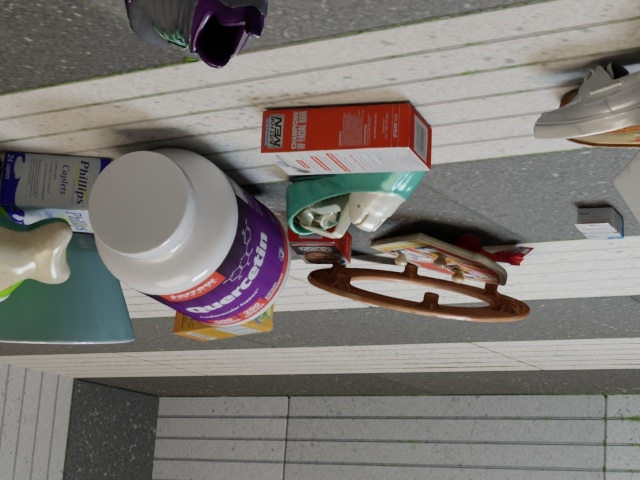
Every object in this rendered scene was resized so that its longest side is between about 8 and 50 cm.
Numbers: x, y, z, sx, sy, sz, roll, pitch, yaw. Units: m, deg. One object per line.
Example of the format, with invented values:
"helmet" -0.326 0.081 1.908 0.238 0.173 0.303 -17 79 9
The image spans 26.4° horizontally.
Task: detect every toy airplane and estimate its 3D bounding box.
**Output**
"toy airplane" 0.240 0.019 2.022 0.151 0.028 0.151 4 169 1

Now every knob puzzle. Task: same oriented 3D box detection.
"knob puzzle" 0.188 0.040 2.007 0.213 0.030 0.213 16 169 3

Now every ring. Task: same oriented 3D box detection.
"ring" 0.148 0.069 2.044 0.337 0.032 0.336 9 -173 -1

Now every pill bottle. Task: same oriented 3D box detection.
"pill bottle" -0.164 -0.005 1.702 0.181 0.181 0.323 0 167 17

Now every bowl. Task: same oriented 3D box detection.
"bowl" -0.433 0.067 2.064 0.311 0.163 0.311 2 180 0

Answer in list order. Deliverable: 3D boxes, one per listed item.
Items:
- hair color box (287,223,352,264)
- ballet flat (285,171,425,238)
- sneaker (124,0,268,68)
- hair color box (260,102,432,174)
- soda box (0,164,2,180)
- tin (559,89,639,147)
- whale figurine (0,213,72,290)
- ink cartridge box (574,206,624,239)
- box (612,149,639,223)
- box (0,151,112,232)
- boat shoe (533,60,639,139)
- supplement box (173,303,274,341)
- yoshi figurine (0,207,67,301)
"hair color box" 0.000 0.000 1.978 0.072 0.043 0.141 0 167 12
"ballet flat" 0.043 -0.048 1.663 0.083 0.087 0.247 14 163 -35
"sneaker" -0.107 -0.179 1.115 0.083 0.098 0.224 10 165 -25
"hair color box" 0.029 -0.109 1.483 0.167 0.053 0.093 -2 167 19
"soda box" -0.437 -0.080 1.724 0.053 0.060 0.169 11 167 -4
"tin" 0.333 -0.123 1.368 0.190 0.040 0.106 2 163 10
"whale figurine" -0.447 0.001 1.688 0.272 0.141 0.216 -4 136 -15
"ink cartridge box" 0.366 -0.024 1.795 0.048 0.028 0.083 -2 166 25
"box" 0.382 -0.073 1.200 0.182 0.119 0.181 -28 167 -11
"box" -0.332 -0.059 1.761 0.137 0.072 0.126 3 168 0
"boat shoe" 0.277 -0.136 1.271 0.184 0.063 0.066 -12 -178 45
"supplement box" -0.180 0.137 2.549 0.080 0.078 0.233 18 161 -37
"yoshi figurine" -0.533 0.025 1.863 0.362 0.203 0.203 -12 159 -12
